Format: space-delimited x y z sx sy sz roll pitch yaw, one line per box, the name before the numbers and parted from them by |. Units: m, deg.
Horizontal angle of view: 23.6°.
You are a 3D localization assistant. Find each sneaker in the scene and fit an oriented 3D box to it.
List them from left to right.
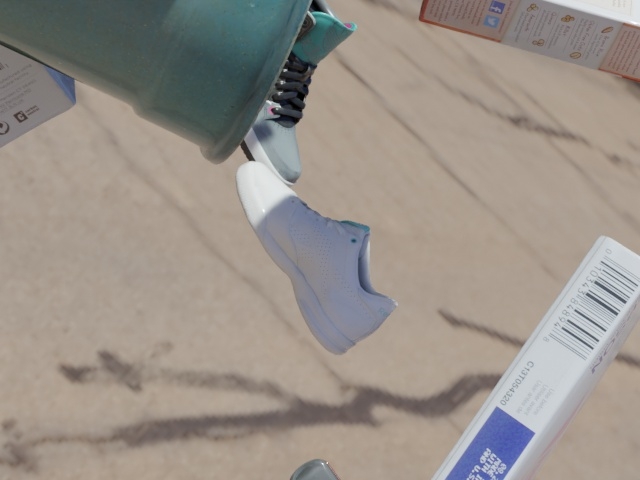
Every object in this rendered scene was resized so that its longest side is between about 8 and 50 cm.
sneaker | -0.032 -0.227 1.999 0.124 0.178 0.295 -6 79 -66
sneaker | 0.000 0.000 1.469 0.212 0.094 0.080 58 15 15

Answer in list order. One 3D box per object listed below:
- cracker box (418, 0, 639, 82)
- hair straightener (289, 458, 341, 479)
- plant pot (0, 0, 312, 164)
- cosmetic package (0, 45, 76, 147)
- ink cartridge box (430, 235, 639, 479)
cracker box | 0.215 -0.238 1.386 0.232 0.067 0.155 15 47 -2
hair straightener | 0.046 0.290 1.327 0.230 0.047 0.089 58 -2 12
plant pot | -0.188 -0.279 1.327 0.334 0.341 0.341 19 24 -14
cosmetic package | -0.360 -0.204 1.600 0.151 0.151 0.183 55 13 -35
ink cartridge box | 0.215 0.175 1.529 0.071 0.324 0.330 33 -6 16
